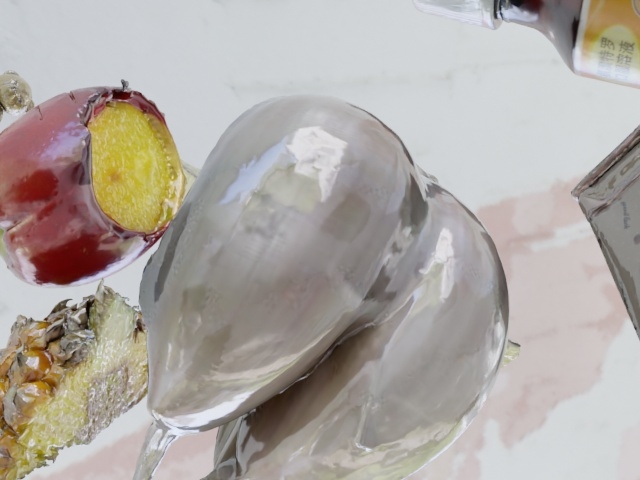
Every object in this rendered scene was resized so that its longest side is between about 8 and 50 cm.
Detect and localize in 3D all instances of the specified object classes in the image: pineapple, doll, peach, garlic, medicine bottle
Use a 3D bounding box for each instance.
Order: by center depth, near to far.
[{"bbox_3d":[-0.011,0.042,0.689,0.210,0.237,0.292,38,-123,-13],"label":"garlic"},{"bbox_3d":[-0.252,0.095,1.148,0.249,0.139,0.164,-38,-34,-35],"label":"pineapple"},{"bbox_3d":[-0.231,-0.060,1.211,0.226,0.190,0.196,-33,-20,-21],"label":"peach"},{"bbox_3d":[-0.361,-0.149,1.312,0.093,0.051,0.062,-20,-87,1],"label":"doll"},{"bbox_3d":[0.313,-0.317,1.463,0.242,0.395,0.243,14,-90,-70],"label":"medicine bottle"}]

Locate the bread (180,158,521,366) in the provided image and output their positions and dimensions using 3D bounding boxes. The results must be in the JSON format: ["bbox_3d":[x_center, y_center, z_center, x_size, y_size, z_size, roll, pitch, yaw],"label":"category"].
[{"bbox_3d":[0.000,0.000,1.450,0.345,0.405,0.242,19,-51,-24],"label":"bread"}]

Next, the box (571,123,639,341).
[{"bbox_3d":[0.415,-0.009,1.022,0.297,0.190,0.225,14,-47,-31],"label":"box"}]
